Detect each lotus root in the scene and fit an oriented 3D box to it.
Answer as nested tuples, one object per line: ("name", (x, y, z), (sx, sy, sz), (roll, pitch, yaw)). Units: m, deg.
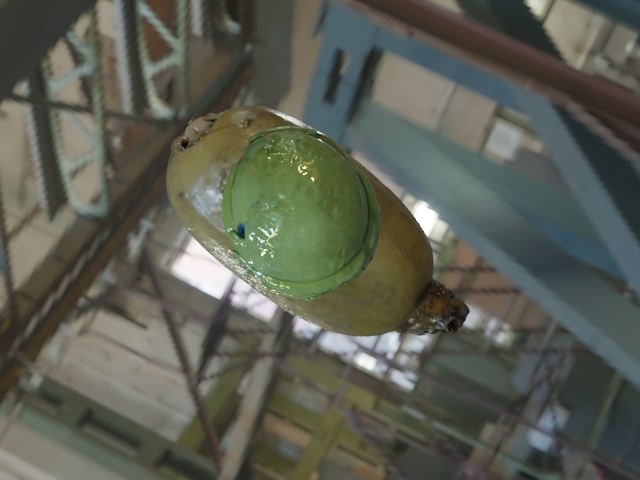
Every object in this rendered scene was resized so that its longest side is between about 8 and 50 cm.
("lotus root", (0.000, 0.000, 1.427), (0.169, 0.343, 0.151), (-36, 21, 48))

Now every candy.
("candy", (-0.005, -0.007, 0.937), (0.335, 0.093, 0.092), (51, -118, -85))
